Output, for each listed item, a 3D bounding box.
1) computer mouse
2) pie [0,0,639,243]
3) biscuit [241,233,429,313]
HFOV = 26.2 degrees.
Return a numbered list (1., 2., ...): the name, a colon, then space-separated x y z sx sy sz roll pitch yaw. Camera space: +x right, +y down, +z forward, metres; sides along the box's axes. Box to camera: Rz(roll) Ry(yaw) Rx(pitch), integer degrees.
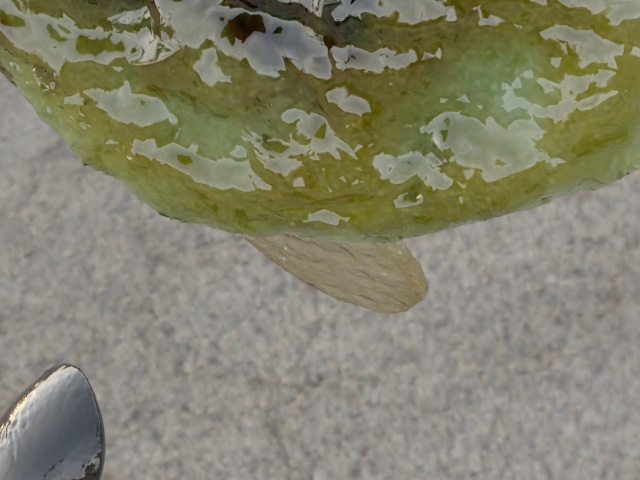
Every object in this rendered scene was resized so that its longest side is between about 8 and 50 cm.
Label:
1. computer mouse: -0.267 0.227 1.222 0.088 0.264 0.147 -3 33 -31
2. pie: -0.013 -0.143 0.376 0.323 0.323 0.070 -4 27 15
3. biscuit: 0.000 0.000 0.678 0.120 0.120 0.015 18 66 31
